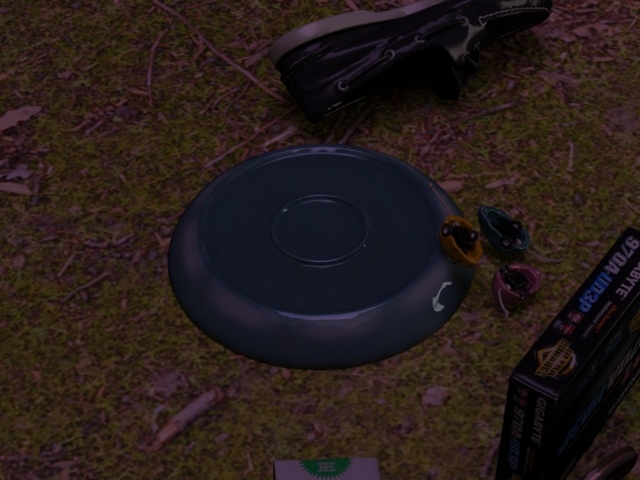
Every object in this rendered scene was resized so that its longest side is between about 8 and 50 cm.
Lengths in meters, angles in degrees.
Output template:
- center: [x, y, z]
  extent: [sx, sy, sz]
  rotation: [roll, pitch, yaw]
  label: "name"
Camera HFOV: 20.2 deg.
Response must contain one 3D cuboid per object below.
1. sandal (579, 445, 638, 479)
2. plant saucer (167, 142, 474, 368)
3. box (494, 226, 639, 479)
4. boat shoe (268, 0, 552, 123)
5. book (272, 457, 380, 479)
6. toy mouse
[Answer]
- center: [0.224, 0.251, 1.562]
  extent: [0.049, 0.072, 0.180]
  rotation: [39, 57, 15]
  label: "sandal"
- center: [0.000, 0.000, 1.838]
  extent: [0.317, 0.044, 0.318]
  rotation: [-1, 45, 1]
  label: "plant saucer"
- center: [0.235, 0.118, 1.616]
  extent: [0.051, 0.175, 0.220]
  rotation: [27, 51, 22]
  label: "box"
- center: [0.117, -0.206, 1.999]
  extent: [0.340, 0.127, 0.113]
  rotation: [-14, 75, -22]
  label: "boat shoe"
- center: [0.011, 0.256, 1.588]
  extent: [0.096, 0.035, 0.144]
  rotation: [-2, 43, -6]
  label: "book"
- center: [0.182, 0.019, 1.808]
  extent: [0.143, 0.031, 0.161]
  rotation: [7, 47, -34]
  label: "toy mouse"
